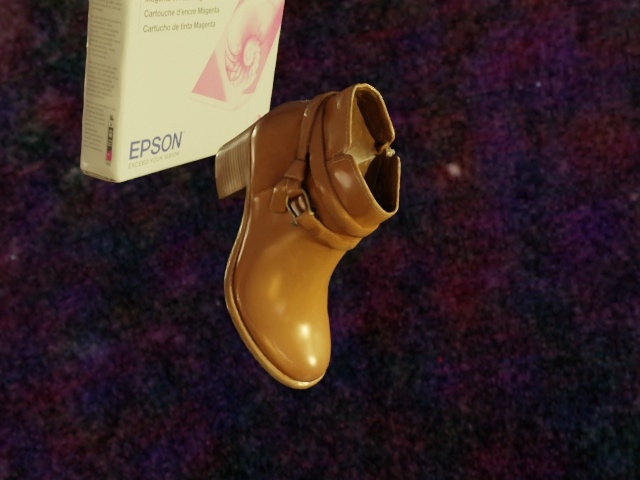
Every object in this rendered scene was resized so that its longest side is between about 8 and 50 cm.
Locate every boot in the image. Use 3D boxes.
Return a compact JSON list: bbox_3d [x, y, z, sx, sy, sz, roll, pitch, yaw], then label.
[{"bbox_3d":[0.000,0.000,0.686,0.073,0.197,0.152,-16,-1,-42],"label":"boot"}]

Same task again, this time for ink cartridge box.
[{"bbox_3d":[-0.152,-0.258,1.227,0.072,0.330,0.324,19,23,24],"label":"ink cartridge box"}]
